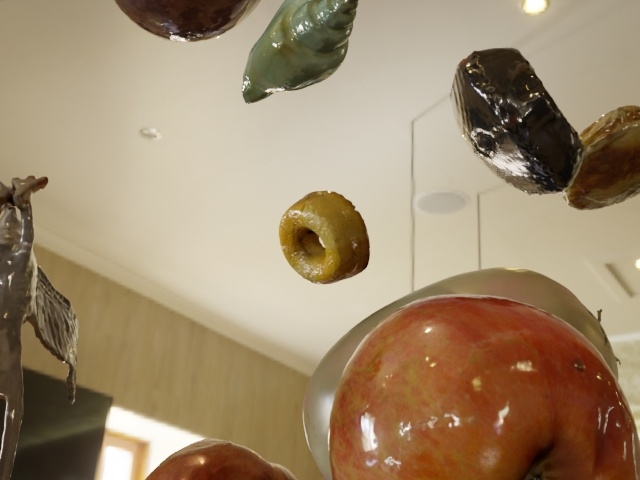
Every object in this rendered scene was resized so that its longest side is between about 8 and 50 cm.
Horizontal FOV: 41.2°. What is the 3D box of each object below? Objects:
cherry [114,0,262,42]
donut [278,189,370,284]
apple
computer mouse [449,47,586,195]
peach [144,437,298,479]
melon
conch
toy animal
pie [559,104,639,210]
[{"bbox_3d":[-0.143,-0.368,0.954,0.221,0.261,0.307,3,-34,-26],"label":"cherry"},{"bbox_3d":[0.000,0.000,1.236,0.058,0.152,0.152,-27,-2,-38],"label":"donut"},{"bbox_3d":[0.106,0.139,0.552,0.209,0.210,0.164,15,-1,-24],"label":"apple"},{"bbox_3d":[0.229,-0.134,1.006,0.116,0.183,0.323,-40,-5,16],"label":"computer mouse"},{"bbox_3d":[-0.139,0.386,1.076,0.232,0.257,0.232,19,-23,9],"label":"peach"},{"bbox_3d":[0.137,0.151,0.837,0.316,0.223,0.223,-25,-30,7],"label":"melon"},{"bbox_3d":[-0.021,-0.177,0.736,0.065,0.088,0.180,-10,-11,-41],"label":"conch"},{"bbox_3d":[-0.337,0.084,0.860,0.224,0.302,0.284,6,9,-22],"label":"toy animal"},{"bbox_3d":[0.451,-0.120,1.332,0.178,0.084,0.205,-31,-40,10],"label":"pie"}]
